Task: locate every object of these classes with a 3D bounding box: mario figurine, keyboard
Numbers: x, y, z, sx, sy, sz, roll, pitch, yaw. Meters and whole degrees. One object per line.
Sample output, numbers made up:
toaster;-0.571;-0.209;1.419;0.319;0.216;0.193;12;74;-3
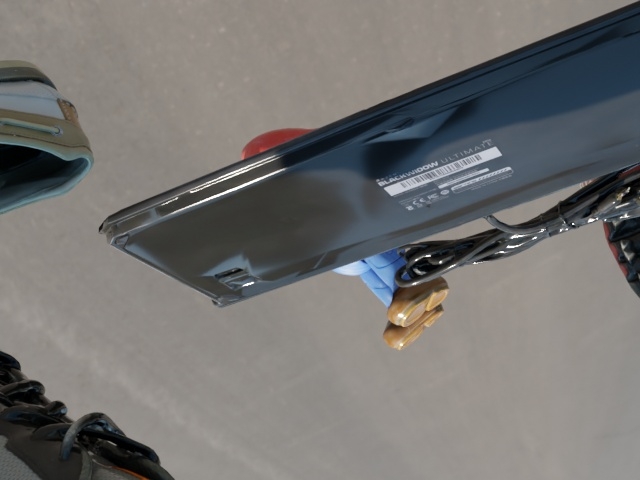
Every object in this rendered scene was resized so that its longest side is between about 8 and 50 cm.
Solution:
mario figurine;0.000;0.000;1.319;0.170;0.320;0.198;-16;147;-47
keyboard;0.071;-0.030;0.539;0.317;0.033;0.201;-19;153;20

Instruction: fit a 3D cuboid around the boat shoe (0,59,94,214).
boat shoe;-0.306;-0.055;0.789;0.302;0.103;0.113;-25;148;-37

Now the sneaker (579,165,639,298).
sneaker;0.289;-0.048;0.976;0.097;0.276;0.135;-17;150;9

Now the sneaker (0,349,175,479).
sneaker;-0.103;0.089;0.380;0.108;0.271;0.100;-48;147;13
